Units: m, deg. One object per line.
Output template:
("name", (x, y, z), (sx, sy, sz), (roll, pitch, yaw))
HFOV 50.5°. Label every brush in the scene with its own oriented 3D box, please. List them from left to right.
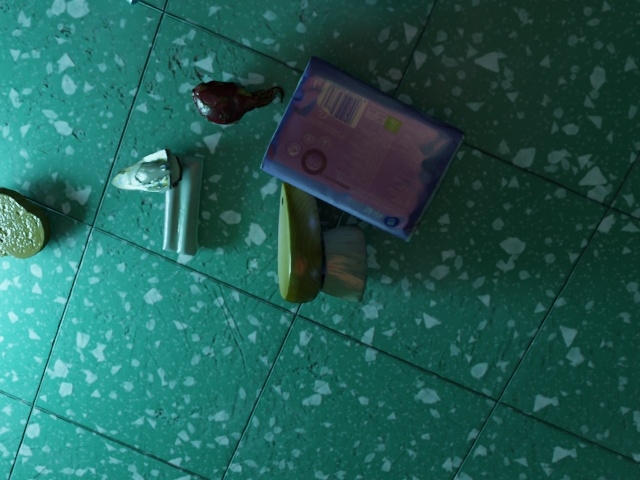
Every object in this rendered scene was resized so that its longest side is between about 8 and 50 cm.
("brush", (0.000, 0.000, 1.412), (0.166, 0.174, 0.266), (-2, 83, -12))

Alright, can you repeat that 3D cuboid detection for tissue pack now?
("tissue pack", (0.085, -0.179, 1.342), (0.338, 0.160, 0.242), (27, 102, -3))

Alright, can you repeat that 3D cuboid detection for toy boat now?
("toy boat", (-0.372, -0.136, 1.435), (0.210, 0.066, 0.084), (-8, 94, 35))

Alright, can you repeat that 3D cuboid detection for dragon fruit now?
("dragon fruit", (-0.167, -0.281, 1.382), (0.191, 0.094, 0.094), (-1, 106, -6))

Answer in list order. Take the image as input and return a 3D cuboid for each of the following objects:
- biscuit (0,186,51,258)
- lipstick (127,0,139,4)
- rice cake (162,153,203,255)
("biscuit", (-0.690, -0.033, 1.524), (0.170, 0.050, 0.170), (4, 114, 8))
("lipstick", (-0.417, -0.545, 1.351), (0.048, 0.048, 0.158), (-42, 97, 15))
("rice cake", (-0.302, -0.076, 1.474), (0.080, 0.042, 0.221), (7, 107, 2))
